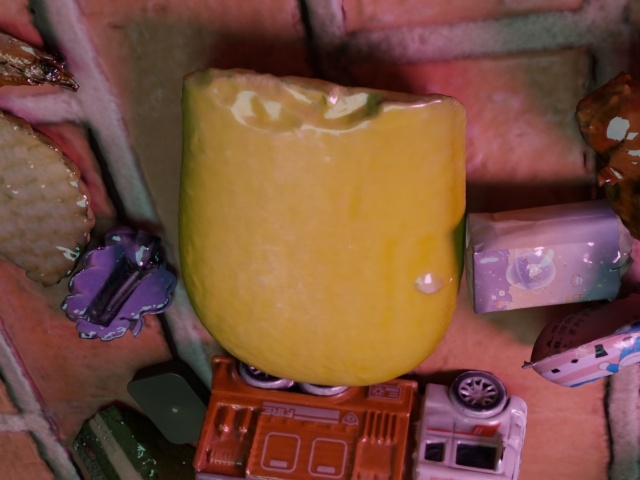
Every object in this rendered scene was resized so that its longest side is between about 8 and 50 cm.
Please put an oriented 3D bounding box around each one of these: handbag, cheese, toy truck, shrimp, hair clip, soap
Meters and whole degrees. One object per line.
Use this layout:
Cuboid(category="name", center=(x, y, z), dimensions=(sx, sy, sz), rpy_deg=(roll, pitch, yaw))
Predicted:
Cuboid(category="handbag", center=(0.234, 0.017, 1.072), dimensions=(0.173, 0.095, 0.117), rpy_deg=(-8, 144, 3))
Cuboid(category="cheese", center=(0.309, 0.094, 1.087), dimensions=(0.189, 0.074, 0.286), rpy_deg=(-16, 169, -20))
Cuboid(category="toy truck", center=(0.046, 0.267, 1.270), dimensions=(0.387, 0.207, 0.173), rpy_deg=(6, 130, 7))
Cuboid(category="shrimp", center=(-0.331, -0.188, 1.091), dimensions=(0.184, 0.043, 0.091), rpy_deg=(15, 139, 9))
Cuboid(category="hair clip", center=(-0.233, 0.062, 1.257), dimensions=(0.124, 0.052, 0.195), rpy_deg=(23, 129, -20))
Cuboid(category="soap", center=(0.000, -0.003, 1.117), dimensions=(0.306, 0.115, 0.427), rpy_deg=(6, 131, 2))

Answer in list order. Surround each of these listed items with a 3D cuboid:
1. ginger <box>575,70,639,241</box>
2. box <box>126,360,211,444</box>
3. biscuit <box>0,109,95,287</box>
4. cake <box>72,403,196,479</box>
Cuboid(category="ginger", center=(0.395, -0.079, 0.905), dimensions=(0.357, 0.152, 0.274), rpy_deg=(-3, 114, 5))
Cuboid(category="box", center=(-0.187, 0.212, 1.397), dimensions=(0.091, 0.031, 0.126), rpy_deg=(-18, 123, 26))
Cuboid(category="biscuit", center=(-0.357, -0.070, 1.195), dimensions=(0.187, 0.036, 0.273), rpy_deg=(-29, 118, 32))
Cuboid(category="cake", center=(-0.225, 0.371, 1.453), dimensions=(0.283, 0.172, 0.158), rpy_deg=(37, 126, -16))
